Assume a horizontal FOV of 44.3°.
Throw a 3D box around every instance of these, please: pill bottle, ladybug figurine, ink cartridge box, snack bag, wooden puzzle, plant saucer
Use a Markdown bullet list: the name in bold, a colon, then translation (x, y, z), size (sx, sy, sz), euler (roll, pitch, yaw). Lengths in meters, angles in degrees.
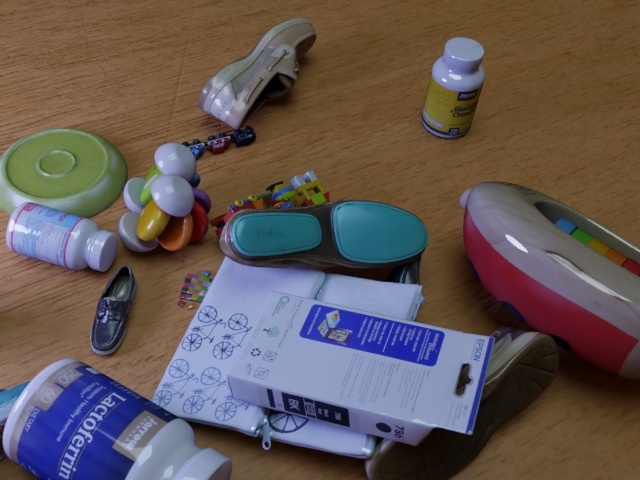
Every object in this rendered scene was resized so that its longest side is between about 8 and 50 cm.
- **pill bottle**: translation (0.263, -0.300, 1.542), size (0.103, 0.184, 0.103), euler (3, 49, -3)
- **ladybug figurine**: translation (0.397, 0.064, 1.226), size (0.449, 0.162, 0.305), euler (37, 24, 25)
- **ink cartridge box**: translation (0.057, 0.175, 1.070), size (0.333, 0.065, 0.165), euler (11, 46, 18)
- **pill bottle**: translation (-0.416, -0.002, 1.275), size (0.160, 0.087, 0.087), euler (16, 50, 6)
- **snack bag**: translation (-0.042, 0.159, 1.167), size (0.343, 0.037, 0.323), euler (9, 47, 18)
- **wooden puzzle**: translation (-0.200, 0.079, 1.282), size (0.049, 0.006, 0.083), euler (10, 49, 2)
- **pill bottle**: translation (-0.257, 0.274, 1.012), size (0.265, 0.153, 0.153), euler (25, 51, 14)
- **plant saucer**: translation (-0.471, -0.128, 1.410), size (0.241, 0.037, 0.241), euler (4, 49, -4)

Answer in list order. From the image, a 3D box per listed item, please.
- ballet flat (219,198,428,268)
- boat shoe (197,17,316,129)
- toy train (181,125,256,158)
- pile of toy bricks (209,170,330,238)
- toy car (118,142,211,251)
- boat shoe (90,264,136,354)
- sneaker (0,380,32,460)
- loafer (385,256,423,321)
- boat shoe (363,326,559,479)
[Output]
- **ballet flat**: translation (0.000, 0.000, 1.269), size (0.342, 0.124, 0.116), euler (-4, 80, -21)
- **boat shoe**: translation (-0.101, -0.332, 1.584), size (0.110, 0.121, 0.341), euler (38, 55, 8)
- **toy train**: translation (-0.196, -0.183, 1.497), size (0.158, 0.027, 0.036), euler (-18, 64, -21)
- **pile of toy bricks**: translation (-0.078, -0.031, 1.344), size (0.212, 0.118, 0.105), euler (-25, 84, -44)
- **toy car**: translation (-0.248, -0.061, 1.325), size (0.136, 0.159, 0.182), euler (26, 41, -31)
- **boat shoe**: translation (-0.323, 0.104, 1.218), size (0.056, 0.049, 0.152), euler (5, 49, -2)
- **sneaker**: translation (-0.505, 0.255, 1.030), size (0.302, 0.108, 0.121), euler (-30, 63, -26)
- **loafer**: translation (0.140, 0.085, 1.290), size (0.061, 0.062, 0.170), euler (31, 54, -9)
- **boat shoe**: translation (0.188, 0.231, 1.142), size (0.342, 0.123, 0.123), euler (-35, 30, -18)
